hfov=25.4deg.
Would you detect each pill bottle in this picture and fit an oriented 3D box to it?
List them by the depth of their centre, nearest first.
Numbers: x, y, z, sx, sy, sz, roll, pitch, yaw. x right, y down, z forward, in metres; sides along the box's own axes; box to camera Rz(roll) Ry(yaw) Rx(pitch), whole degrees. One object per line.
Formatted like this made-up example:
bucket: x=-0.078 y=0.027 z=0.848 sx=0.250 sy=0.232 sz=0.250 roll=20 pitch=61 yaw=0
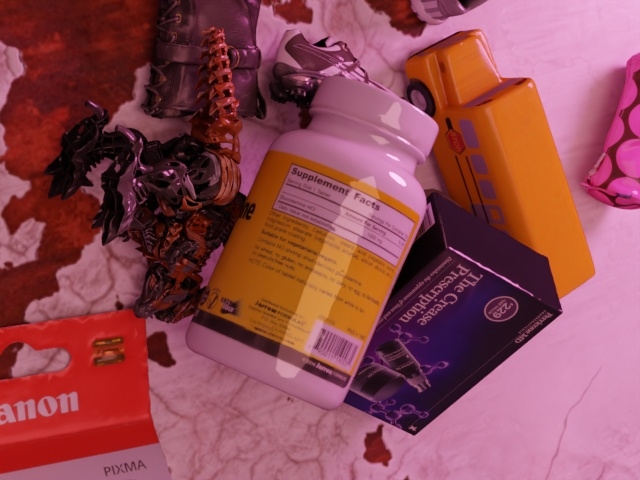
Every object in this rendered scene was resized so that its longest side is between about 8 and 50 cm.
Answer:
pill bottle: x=0.000 y=0.000 z=1.550 sx=0.188 sy=0.188 sz=0.334 roll=27 pitch=83 yaw=-28

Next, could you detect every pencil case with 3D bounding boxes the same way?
pencil case: x=0.417 y=-0.147 z=1.880 sx=0.098 sy=0.095 sz=0.209 roll=20 pitch=84 yaw=-12

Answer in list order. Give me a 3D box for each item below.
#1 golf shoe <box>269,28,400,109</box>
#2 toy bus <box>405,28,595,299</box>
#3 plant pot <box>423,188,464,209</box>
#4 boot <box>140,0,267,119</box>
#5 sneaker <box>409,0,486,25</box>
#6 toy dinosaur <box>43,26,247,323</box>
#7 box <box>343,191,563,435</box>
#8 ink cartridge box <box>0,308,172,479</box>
golf shoe: x=0.030 y=-0.193 z=1.674 sx=0.198 sy=0.077 sz=0.093 roll=14 pitch=72 yaw=-41
toy bus: x=0.221 y=-0.091 z=1.752 sx=0.108 sy=0.130 sz=0.332 roll=-30 pitch=109 yaw=-26
plant pot: x=0.123 y=-0.001 z=1.734 sx=0.109 sy=0.096 sz=0.109 roll=-7 pitch=99 yaw=-26
boot: x=-0.163 y=-0.247 z=1.563 sx=0.263 sy=0.091 sz=0.229 roll=9 pitch=100 yaw=-21
sneaker: x=0.209 y=-0.358 z=1.717 sx=0.086 sy=0.132 sz=0.228 roll=33 pitch=81 yaw=-27
toy dinosaur: x=-0.166 y=-0.068 z=1.555 sx=0.218 sy=0.164 sz=0.321 roll=4 pitch=88 yaw=-39
box: x=0.122 y=0.092 z=1.662 sx=0.184 sy=0.103 sz=0.261 roll=26 pitch=125 yaw=-29
ink cartridge box: x=-0.304 y=0.286 z=1.545 sx=0.308 sy=0.091 sz=0.385 roll=-8 pitch=100 yaw=-27
